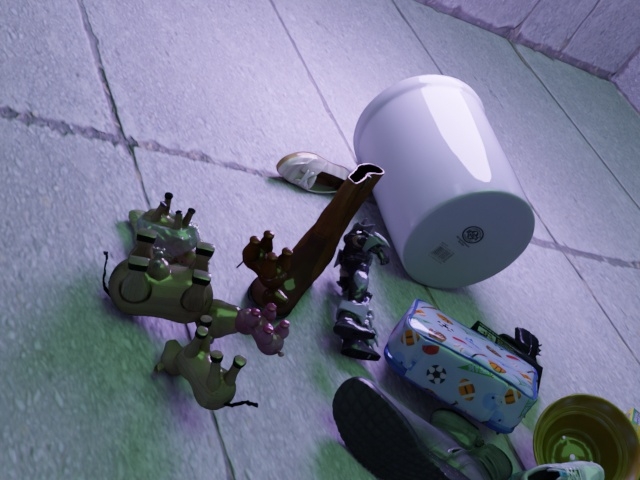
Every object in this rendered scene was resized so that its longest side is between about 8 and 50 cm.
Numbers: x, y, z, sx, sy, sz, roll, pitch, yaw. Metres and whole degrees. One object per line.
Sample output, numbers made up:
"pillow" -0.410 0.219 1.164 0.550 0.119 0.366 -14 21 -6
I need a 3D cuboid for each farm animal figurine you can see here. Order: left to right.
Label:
"farm animal figurine" -0.201 0.111 1.538 0.326 0.172 0.330 25 39 3

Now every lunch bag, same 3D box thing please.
"lunch bag" 0.276 0.239 1.839 0.303 0.115 0.243 33 14 5

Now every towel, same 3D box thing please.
"towel" -0.272 -0.003 1.736 0.148 0.027 0.110 13 39 -36

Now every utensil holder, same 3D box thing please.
"utensil holder" 0.278 -0.132 2.181 0.327 0.327 0.385 16 38 -32

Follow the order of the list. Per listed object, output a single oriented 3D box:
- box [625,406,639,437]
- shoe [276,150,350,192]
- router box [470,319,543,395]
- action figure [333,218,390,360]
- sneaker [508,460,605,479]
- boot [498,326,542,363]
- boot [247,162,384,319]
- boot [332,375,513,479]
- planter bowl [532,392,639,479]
"box" 0.726 0.446 2.128 0.179 0.043 0.105 38 30 4
"shoe" -0.003 -0.147 2.153 0.219 0.076 0.058 9 36 -41
"router box" 0.378 0.262 2.018 0.179 0.046 0.133 37 31 0
"action figure" 0.075 0.083 1.849 0.099 0.185 0.285 6 52 -2
"sneaker" 0.438 0.435 1.747 0.190 0.083 0.071 -6 64 -16
"boot" 0.439 0.226 2.130 0.121 0.045 0.099 39 32 -10
"boot" 0.000 0.000 1.757 0.096 0.280 0.264 43 31 12
"boot" 0.176 0.343 1.670 0.338 0.118 0.223 47 25 3
"planter bowl" 0.502 0.413 1.862 0.217 0.090 0.217 3 66 -7
